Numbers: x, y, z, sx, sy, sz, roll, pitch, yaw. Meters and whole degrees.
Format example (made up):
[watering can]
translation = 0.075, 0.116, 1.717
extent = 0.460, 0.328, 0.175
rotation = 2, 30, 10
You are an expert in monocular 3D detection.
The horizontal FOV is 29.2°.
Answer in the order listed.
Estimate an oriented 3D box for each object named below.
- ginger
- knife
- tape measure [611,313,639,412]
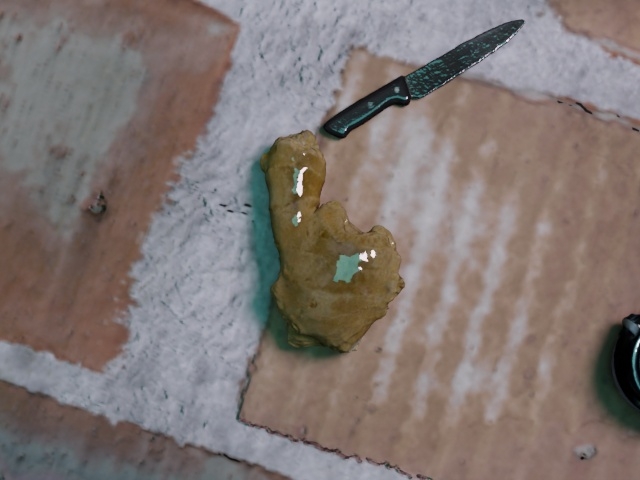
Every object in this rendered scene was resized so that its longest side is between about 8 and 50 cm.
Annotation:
[ginger]
translation = 0.008, -0.001, 0.880
extent = 0.096, 0.067, 0.165
rotation = -11, 88, 21
[knife]
translation = 0.079, -0.121, 0.912
extent = 0.170, 0.010, 0.023
rotation = -30, 87, -2
[tape measure]
translation = 0.256, 0.084, 0.880
extent = 0.094, 0.054, 0.091
rotation = -37, 86, -7
